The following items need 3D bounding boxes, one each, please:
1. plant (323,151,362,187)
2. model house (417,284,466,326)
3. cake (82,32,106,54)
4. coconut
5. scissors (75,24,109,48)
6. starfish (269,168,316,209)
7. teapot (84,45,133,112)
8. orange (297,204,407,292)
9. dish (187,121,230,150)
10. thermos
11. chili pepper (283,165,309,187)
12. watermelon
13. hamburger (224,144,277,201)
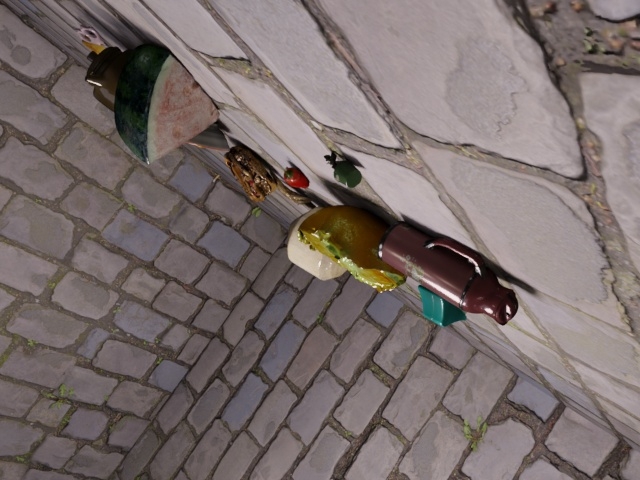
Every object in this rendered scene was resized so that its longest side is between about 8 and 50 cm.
[{"bbox_3d":[0.043,-0.149,1.069,0.051,0.051,0.102,41,-176,-46],"label":"plant"},{"bbox_3d":[0.335,0.152,1.365,0.127,0.149,0.100,40,171,-32],"label":"model house"},{"bbox_3d":[-0.775,-0.675,1.758,0.084,0.044,0.084,34,176,3],"label":"cake"},{"bbox_3d":[0.000,0.000,1.794,0.266,0.237,0.237,27,172,24],"label":"coconut"},{"bbox_3d":[-0.721,-0.651,1.707,0.100,0.015,0.189,2,160,45],"label":"scissors"},{"bbox_3d":[-0.091,-0.171,1.919,0.277,0.062,0.236,33,-178,-12],"label":"starfish"},{"bbox_3d":[-0.606,-0.498,1.526,0.175,0.185,0.267,41,-151,-17],"label":"teapot"},{"bbox_3d":[0.097,0.011,1.410,0.263,0.196,0.334,20,-168,-42],"label":"orange"},{"bbox_3d":[-0.415,-0.369,1.672,0.260,0.085,0.260,16,-168,-3],"label":"dish"},{"bbox_3d":[0.292,0.063,1.140,0.330,0.136,0.109,33,-158,34],"label":"thermos"},{"bbox_3d":[-0.075,-0.186,1.550,0.059,0.050,0.191,16,176,21],"label":"chili pepper"},{"bbox_3d":[-0.436,-0.347,1.378,0.283,0.250,0.292,39,176,46],"label":"watermelon"},{"bbox_3d":[-0.257,-0.243,1.848,0.231,0.107,0.231,51,175,6],"label":"hamburger"}]
